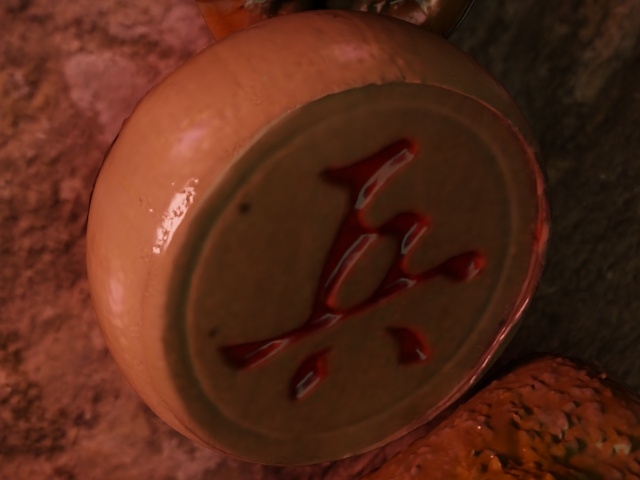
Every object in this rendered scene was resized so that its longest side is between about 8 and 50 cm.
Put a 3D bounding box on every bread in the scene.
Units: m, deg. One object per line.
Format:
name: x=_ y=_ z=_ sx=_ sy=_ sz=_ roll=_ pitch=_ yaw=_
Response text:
bread: x=0.125 y=0.174 z=0.916 sx=0.246 sy=0.176 sz=0.195 roll=-36 pitch=82 yaw=-27

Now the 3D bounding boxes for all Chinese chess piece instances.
Chinese chess piece: x=0.000 y=0.000 z=0.869 sx=0.250 sy=0.103 sz=0.249 roll=-14 pitch=125 yaw=-21

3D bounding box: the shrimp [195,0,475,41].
shrimp: x=-0.003 y=-0.195 z=0.862 sx=0.198 sy=0.051 sz=0.262 roll=-43 pitch=120 yaw=-11
